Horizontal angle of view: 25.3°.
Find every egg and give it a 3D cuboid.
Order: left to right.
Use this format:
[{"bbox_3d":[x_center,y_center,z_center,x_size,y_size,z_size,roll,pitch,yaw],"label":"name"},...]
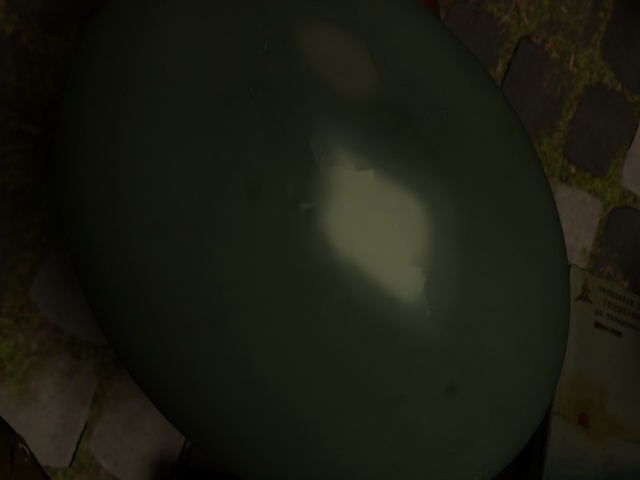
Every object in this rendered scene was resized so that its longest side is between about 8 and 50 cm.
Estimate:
[{"bbox_3d":[0.000,0.000,0.851,0.276,0.276,0.389,-46,126,-21],"label":"egg"}]

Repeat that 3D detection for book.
[{"bbox_3d":[0.245,0.185,1.202,0.201,0.026,0.289,23,70,-38],"label":"book"}]

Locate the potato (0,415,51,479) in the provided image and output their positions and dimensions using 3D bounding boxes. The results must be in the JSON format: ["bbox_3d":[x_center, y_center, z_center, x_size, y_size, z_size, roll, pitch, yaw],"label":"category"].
[{"bbox_3d":[-0.227,0.182,0.805,0.176,0.141,0.298,-38,121,-15],"label":"potato"}]

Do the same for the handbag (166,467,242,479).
[{"bbox_3d":[-0.038,0.324,0.993,0.288,0.152,0.342,32,77,-27],"label":"handbag"}]

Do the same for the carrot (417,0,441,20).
[{"bbox_3d":[0.043,-0.172,0.972,0.087,0.087,0.193,-35,122,-27],"label":"carrot"}]
